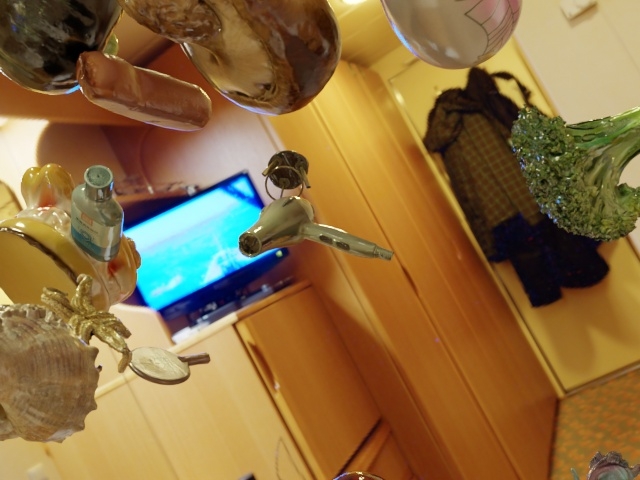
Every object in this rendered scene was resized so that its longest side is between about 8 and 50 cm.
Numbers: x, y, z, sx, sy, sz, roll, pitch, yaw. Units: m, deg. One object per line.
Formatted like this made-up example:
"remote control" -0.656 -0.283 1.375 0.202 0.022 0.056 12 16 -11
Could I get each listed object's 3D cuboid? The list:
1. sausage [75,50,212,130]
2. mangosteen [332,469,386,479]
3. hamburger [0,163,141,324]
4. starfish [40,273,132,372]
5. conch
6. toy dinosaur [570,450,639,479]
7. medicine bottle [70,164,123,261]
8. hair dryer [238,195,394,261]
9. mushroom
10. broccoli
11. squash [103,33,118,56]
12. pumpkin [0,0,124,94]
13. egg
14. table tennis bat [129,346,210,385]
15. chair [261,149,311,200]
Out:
"sausage" -0.338 -0.281 1.310 0.094 0.097 0.348 -19 -11 29
"mangosteen" 0.108 0.651 1.540 0.215 0.215 0.257 -26 23 -25
"hamburger" -0.484 0.019 1.257 0.261 0.303 0.186 -12 32 39
"starfish" -0.351 0.116 1.034 0.053 0.210 0.150 -47 -52 12
"conch" -0.355 0.144 0.730 0.178 0.163 0.245 -43 -39 0
"toy dinosaur" 0.382 0.317 0.883 0.197 0.080 0.045 14 -26 -39
"medicine bottle" -0.357 -0.042 1.075 0.054 0.090 0.208 -50 -6 -35
"hair dryer" -0.029 0.000 1.063 0.219 0.225 0.088 -14 -56 -49
"mushroom" -0.144 -0.329 1.014 0.259 0.345 0.345 -40 0 -22
"broccoli" 0.360 -0.108 0.878 0.194 0.220 0.194 -31 3 2
"squash" -0.672 -0.503 1.605 0.370 0.118 0.118 8 -21 -25
"pumpkin" -0.524 -0.444 1.305 0.315 0.238 0.315 -47 25 30
"egg" 0.178 -0.360 0.932 0.196 0.196 0.271 -28 -33 1
"table tennis bat" -0.278 0.258 1.185 0.170 0.107 0.119 3 -65 -53
"chair" -0.077 -0.134 1.431 0.104 0.095 0.221 -40 13 14
